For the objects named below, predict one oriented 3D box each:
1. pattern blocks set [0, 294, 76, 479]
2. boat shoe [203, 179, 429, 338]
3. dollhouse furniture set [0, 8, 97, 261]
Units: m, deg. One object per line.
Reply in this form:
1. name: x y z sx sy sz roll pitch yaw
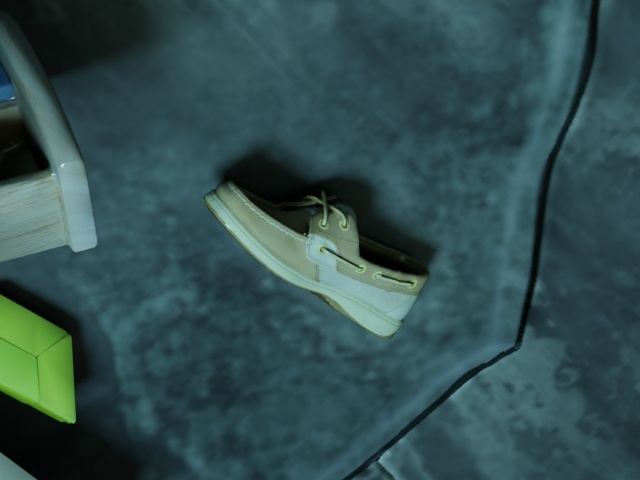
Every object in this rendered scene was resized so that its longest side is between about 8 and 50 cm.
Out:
1. pattern blocks set: -0.188 0.159 0.899 0.325 0.026 0.285 25 71 -31
2. boat shoe: 0.000 0.000 0.956 0.135 0.050 0.045 32 103 -40
3. dollhouse furniture set: -0.200 -0.102 0.696 0.198 0.286 0.303 -17 128 -14
